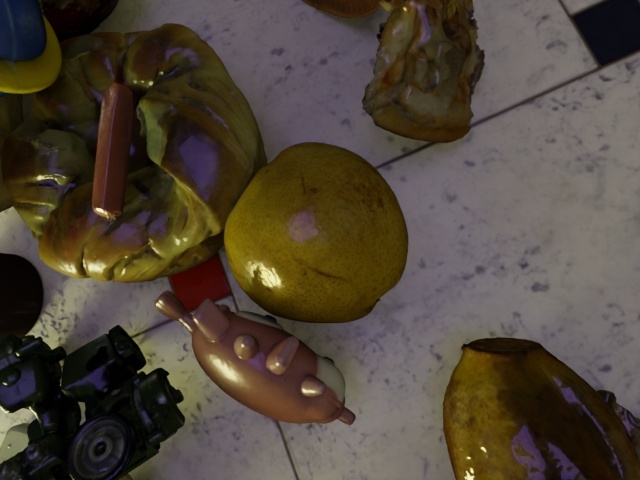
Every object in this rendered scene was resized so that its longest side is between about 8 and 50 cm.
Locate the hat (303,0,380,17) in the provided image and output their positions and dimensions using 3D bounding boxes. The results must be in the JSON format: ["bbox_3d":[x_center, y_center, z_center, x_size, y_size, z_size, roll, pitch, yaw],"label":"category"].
[{"bbox_3d":[0.067,-0.463,0.538,0.233,0.244,0.233,41,77,5],"label":"hat"}]

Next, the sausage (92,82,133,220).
[{"bbox_3d":[-0.223,-0.094,0.445,0.035,0.030,0.147,4,86,18],"label":"sausage"}]

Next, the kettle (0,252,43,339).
[{"bbox_3d":[-0.526,0.100,0.538,0.143,0.232,0.202,13,85,12],"label":"kettle"}]

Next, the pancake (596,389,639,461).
[{"bbox_3d":[0.421,0.225,0.467,0.190,0.020,0.184,-34,77,4],"label":"pancake"}]

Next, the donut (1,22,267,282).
[{"bbox_3d":[-0.240,-0.113,0.552,0.359,0.170,0.361,-1,83,11],"label":"donut"}]

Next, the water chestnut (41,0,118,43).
[{"bbox_3d":[-0.431,-0.415,0.583,0.288,0.289,0.245,4,78,10],"label":"water chestnut"}]

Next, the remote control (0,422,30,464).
[{"bbox_3d":[-0.438,0.364,0.591,0.087,0.029,0.190,17,86,11],"label":"remote control"}]

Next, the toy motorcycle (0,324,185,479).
[{"bbox_3d":[-0.301,0.193,0.523,0.205,0.127,0.275,-30,52,-15],"label":"toy motorcycle"}]

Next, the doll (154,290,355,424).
[{"bbox_3d":[-0.073,0.137,0.471,0.261,0.211,0.093,31,65,5],"label":"doll"}]

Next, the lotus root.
[{"bbox_3d":[0.232,0.239,0.420,0.193,0.193,0.291,-20,76,7],"label":"lotus root"}]

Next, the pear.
[{"bbox_3d":[0.000,0.000,0.481,0.208,0.209,0.209,-1,82,10],"label":"pear"}]

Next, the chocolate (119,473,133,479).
[{"bbox_3d":[-0.333,0.425,0.518,0.134,0.134,0.309,39,93,12],"label":"chocolate"}]

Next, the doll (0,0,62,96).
[{"bbox_3d":[-0.426,-0.248,0.472,0.311,0.159,0.242,52,134,1],"label":"doll"}]

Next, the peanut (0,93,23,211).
[{"bbox_3d":[-0.524,-0.193,0.623,0.147,0.147,0.319,-24,76,6],"label":"peanut"}]

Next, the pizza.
[{"bbox_3d":[0.144,-0.265,0.504,0.071,0.189,0.297,4,84,55],"label":"pizza"}]
